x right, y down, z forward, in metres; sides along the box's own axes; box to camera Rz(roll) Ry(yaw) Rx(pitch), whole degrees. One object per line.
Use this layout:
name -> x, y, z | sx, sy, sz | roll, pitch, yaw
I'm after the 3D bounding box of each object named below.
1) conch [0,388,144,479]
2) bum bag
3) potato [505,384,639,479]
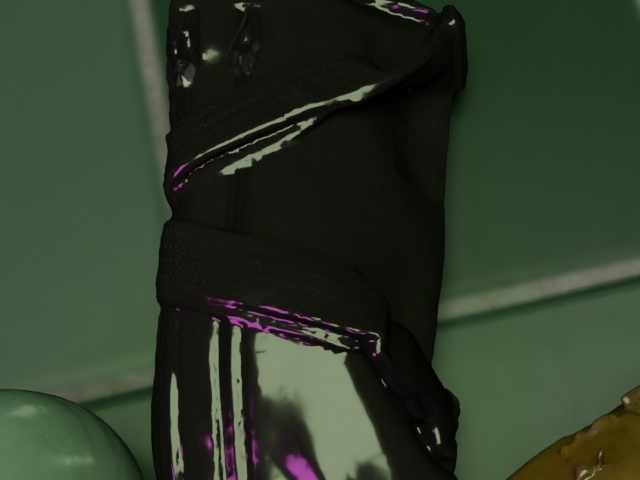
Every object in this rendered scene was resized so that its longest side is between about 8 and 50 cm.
conch -> -0.107, 0.166, 0.458 | 0.185, 0.121, 0.221 | 9, 55, -35
bum bag -> 0.000, 0.000, 0.529 | 0.142, 0.079, 0.326 | -1, 67, 0
potato -> 0.105, 0.165, 0.435 | 0.300, 0.140, 0.173 | -40, 68, -4
